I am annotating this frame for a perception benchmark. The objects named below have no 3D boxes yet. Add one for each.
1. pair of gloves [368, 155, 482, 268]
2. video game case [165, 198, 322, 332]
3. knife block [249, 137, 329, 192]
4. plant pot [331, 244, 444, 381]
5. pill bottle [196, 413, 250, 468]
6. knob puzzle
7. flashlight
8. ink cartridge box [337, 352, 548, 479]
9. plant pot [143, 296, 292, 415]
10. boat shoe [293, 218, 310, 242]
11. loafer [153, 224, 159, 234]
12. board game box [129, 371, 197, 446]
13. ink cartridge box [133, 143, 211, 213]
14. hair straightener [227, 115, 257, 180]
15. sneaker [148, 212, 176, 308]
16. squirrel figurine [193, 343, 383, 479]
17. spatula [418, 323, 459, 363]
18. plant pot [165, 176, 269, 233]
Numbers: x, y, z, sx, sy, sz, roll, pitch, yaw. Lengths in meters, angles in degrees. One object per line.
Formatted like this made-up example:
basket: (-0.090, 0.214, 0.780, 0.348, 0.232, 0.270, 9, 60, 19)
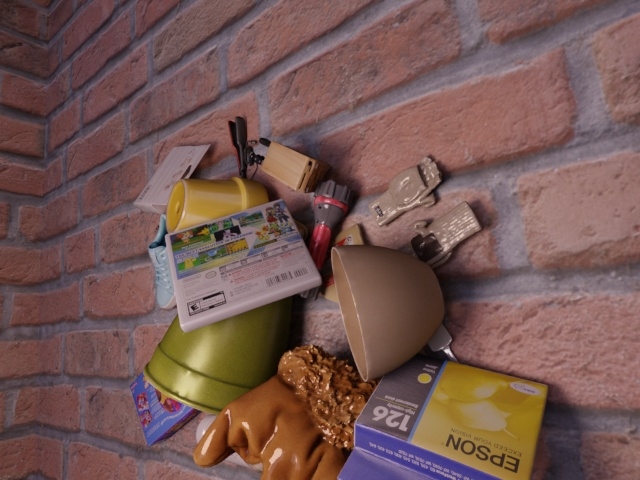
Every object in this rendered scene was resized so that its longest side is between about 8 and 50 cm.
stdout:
pair of gloves: (0.237, -0.056, 0.982, 0.204, 0.042, 0.240, -46, 58, 28)
video game case: (-0.200, 0.044, 1.039, 0.328, 0.036, 0.300, -19, 49, -11)
knife block: (-0.107, -0.214, 1.148, 0.241, 0.275, 0.088, 23, 101, 7)
plant pot: (0.148, 0.133, 0.897, 0.190, 0.284, 0.285, -12, 74, -5)
pill bottle: (-0.252, 0.576, 1.233, 0.229, 0.131, 0.131, -9, 80, 36)
knob puzzle: (0.060, 0.077, 1.098, 0.213, 0.029, 0.214, -20, 60, 40)
flashlight: (0.000, 0.000, 1.094, 0.103, 0.103, 0.305, 10, 81, 45)
ink cartridge box: (0.228, 0.349, 0.773, 0.303, 0.307, 0.072, 8, 120, 32)
plant pot: (-0.235, 0.231, 1.150, 0.366, 0.366, 0.354, 15, 83, 38)
boat shoe: (-0.116, -0.051, 1.234, 0.189, 0.072, 0.068, 24, 100, 37)
loafer: (-0.607, -0.037, 1.635, 0.125, 0.045, 0.039, 6, 82, 41)
board game box: (-0.526, 0.529, 1.470, 0.347, 0.078, 0.234, -43, 64, 29)
ink cartridge box: (-0.509, -0.219, 1.495, 0.238, 0.060, 0.275, 7, 61, 37)
hair straightener: (-0.252, -0.302, 1.384, 0.088, 0.047, 0.231, -17, 75, 36)
sneaker: (-0.565, 0.069, 1.520, 0.135, 0.150, 0.367, 12, 92, 39)
squirrel figurine: (0.005, 0.440, 0.903, 0.370, 0.281, 0.397, 23, 73, 44)
spatula: (0.255, 0.301, 0.942, 0.168, 0.019, 0.242, -42, 62, 26)
plant pot: (-0.316, -0.078, 1.254, 0.253, 0.238, 0.255, -19, 66, 50)
